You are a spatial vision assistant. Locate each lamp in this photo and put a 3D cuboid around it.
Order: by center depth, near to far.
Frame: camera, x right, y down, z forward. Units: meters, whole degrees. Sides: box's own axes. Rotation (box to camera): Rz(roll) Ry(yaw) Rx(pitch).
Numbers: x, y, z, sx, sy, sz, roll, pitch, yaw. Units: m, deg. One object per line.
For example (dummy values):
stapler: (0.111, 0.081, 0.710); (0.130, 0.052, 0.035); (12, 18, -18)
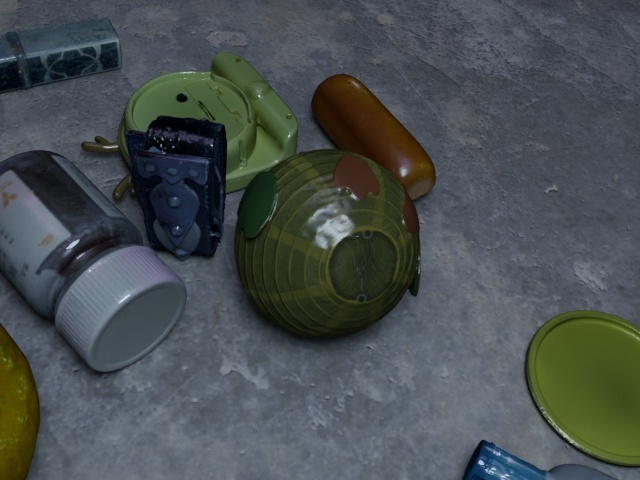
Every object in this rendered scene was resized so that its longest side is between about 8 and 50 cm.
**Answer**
lamp: (0.000, 0.000, 0.961); (0.250, 0.250, 0.284); (-15, 16, -20)

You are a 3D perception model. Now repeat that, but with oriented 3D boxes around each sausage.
sausage: (0.082, -0.170, 1.180); (0.105, 0.105, 0.274); (-22, 59, -24)

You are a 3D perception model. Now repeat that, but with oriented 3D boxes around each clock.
clock: (-0.207, -0.169, 1.134); (0.308, 0.096, 0.235); (-26, 61, -25)

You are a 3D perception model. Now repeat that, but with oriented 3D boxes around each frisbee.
frisbee: (0.395, 0.198, 0.992); (0.236, 0.017, 0.236); (5, 51, -6)

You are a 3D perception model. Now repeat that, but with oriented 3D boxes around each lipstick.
lipstick: (-0.480, -0.307, 1.209); (0.290, 0.077, 0.076); (-20, 57, -24)

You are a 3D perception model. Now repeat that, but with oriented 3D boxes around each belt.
belt: (-0.196, -0.073, 0.982); (0.128, 0.218, 0.122); (7, 47, 1)

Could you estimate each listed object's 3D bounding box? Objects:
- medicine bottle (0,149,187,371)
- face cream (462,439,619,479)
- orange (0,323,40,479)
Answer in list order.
medicine bottle: (-0.312, 0.022, 0.921); (0.165, 0.165, 0.273); (-34, 64, -30)
face cream: (0.325, 0.331, 0.816); (0.337, 0.080, 0.163); (25, 26, 10)
orange: (-0.424, 0.180, 0.719); (0.235, 0.279, 0.279); (-16, 51, 14)
